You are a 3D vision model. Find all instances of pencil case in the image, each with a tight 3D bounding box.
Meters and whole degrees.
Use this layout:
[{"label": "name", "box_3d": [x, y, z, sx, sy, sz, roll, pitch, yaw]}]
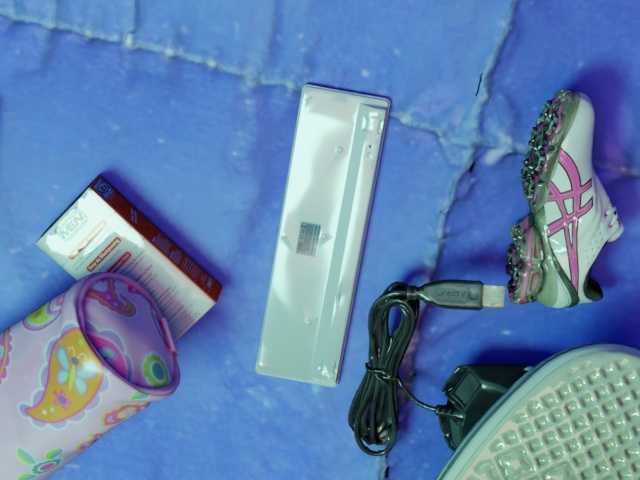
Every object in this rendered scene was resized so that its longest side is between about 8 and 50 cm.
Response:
[{"label": "pencil case", "box_3d": [-0.243, 0.140, 1.286, 0.284, 0.124, 0.124, -37, 102, 27]}]

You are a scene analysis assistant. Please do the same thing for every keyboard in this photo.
[{"label": "keyboard", "box_3d": [0.000, 0.000, 1.299, 0.072, 0.014, 0.256, 12, 108, 6]}]

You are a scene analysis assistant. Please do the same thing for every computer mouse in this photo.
[{"label": "computer mouse", "box_3d": [0.157, 0.111, 1.291, 0.262, 0.060, 0.184, 10, 121, 11]}]

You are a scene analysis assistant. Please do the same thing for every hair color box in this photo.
[{"label": "hair color box", "box_3d": [-0.157, 0.021, 1.299, 0.141, 0.043, 0.072, 44, 106, -10]}]

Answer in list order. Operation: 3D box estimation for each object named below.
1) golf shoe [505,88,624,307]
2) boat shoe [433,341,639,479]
[{"label": "golf shoe", "box_3d": [0.200, -0.033, 1.246, 0.086, 0.067, 0.186, 4, 118, -3]}, {"label": "boat shoe", "box_3d": [0.140, 0.291, 1.279, 0.186, 0.156, 0.500, 20, 109, -2]}]
